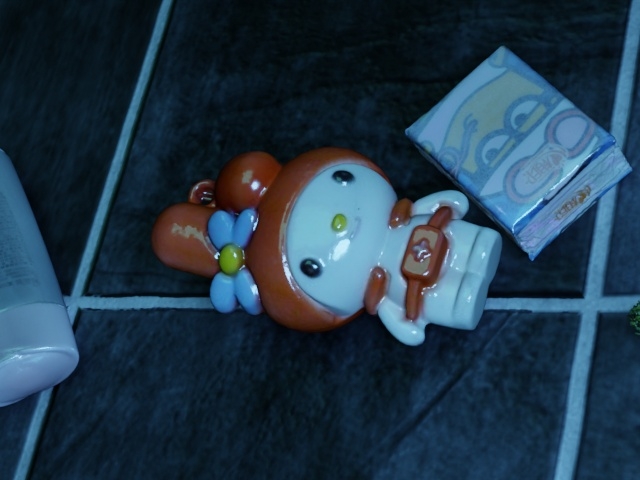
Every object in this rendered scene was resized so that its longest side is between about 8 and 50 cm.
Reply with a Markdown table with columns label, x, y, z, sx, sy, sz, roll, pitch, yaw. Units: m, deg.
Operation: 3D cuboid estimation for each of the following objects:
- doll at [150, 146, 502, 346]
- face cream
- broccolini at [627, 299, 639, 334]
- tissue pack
| label | x | y | z | sx | sy | sz | roll | pitch | yaw |
| --- | --- | --- | --- | --- | --- | --- | --- | --- | --- |
| doll | 0.000 | 0.000 | 1.322 | 0.290 | 0.130 | 0.161 | 14 | 78 | 18 |
| face cream | -0.306 | 0.029 | 1.505 | 0.107 | 0.073 | 0.269 | -27 | 51 | 2 |
| broccolini | 0.275 | 0.131 | 1.152 | 0.044 | 0.042 | 0.218 | -25 | 54 | 14 |
| tissue pack | 0.162 | -0.074 | 1.323 | 0.115 | 0.065 | 0.155 | -42 | 52 | 1 |
